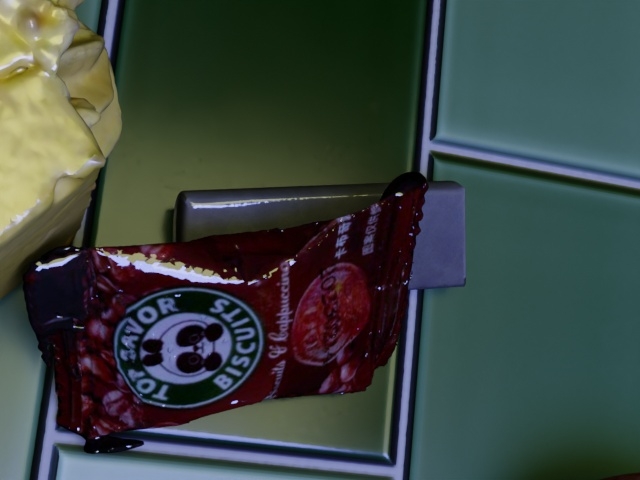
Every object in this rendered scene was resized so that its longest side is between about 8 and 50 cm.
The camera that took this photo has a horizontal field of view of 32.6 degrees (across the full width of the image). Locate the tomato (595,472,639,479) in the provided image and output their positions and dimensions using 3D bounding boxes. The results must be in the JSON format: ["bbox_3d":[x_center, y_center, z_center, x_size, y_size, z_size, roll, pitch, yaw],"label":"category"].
[{"bbox_3d":[0.199,0.224,0.665,0.187,0.151,0.187,-23,126,-35],"label":"tomato"}]

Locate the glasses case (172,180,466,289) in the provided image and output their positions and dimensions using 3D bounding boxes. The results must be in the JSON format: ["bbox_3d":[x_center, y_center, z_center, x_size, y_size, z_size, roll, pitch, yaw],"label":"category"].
[{"bbox_3d":[0.002,0.000,0.698,0.191,0.042,0.072,-3,96,-17],"label":"glasses case"}]

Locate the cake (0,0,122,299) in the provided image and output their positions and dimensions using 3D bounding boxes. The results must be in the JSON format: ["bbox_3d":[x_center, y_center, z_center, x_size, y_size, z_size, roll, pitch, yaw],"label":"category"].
[{"bbox_3d":[-0.232,-0.060,0.544,0.286,0.227,0.222,-44,95,-18],"label":"cake"}]

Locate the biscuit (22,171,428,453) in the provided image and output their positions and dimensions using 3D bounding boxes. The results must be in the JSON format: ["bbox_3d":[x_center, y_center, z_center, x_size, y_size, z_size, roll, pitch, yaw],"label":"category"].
[{"bbox_3d":[-0.047,0.046,0.629,0.235,0.063,0.151,-9,126,-19],"label":"biscuit"}]
